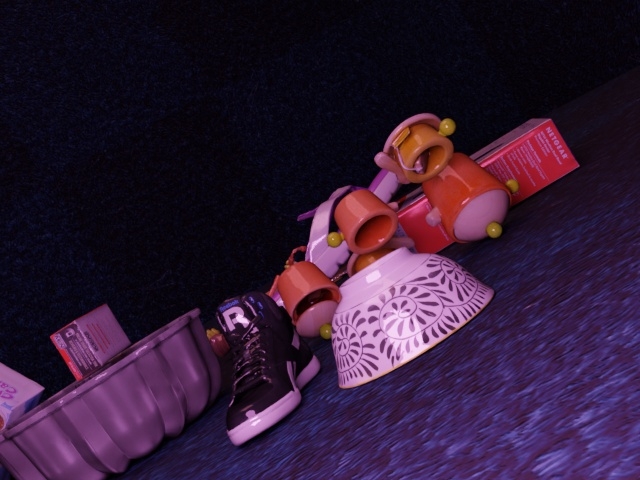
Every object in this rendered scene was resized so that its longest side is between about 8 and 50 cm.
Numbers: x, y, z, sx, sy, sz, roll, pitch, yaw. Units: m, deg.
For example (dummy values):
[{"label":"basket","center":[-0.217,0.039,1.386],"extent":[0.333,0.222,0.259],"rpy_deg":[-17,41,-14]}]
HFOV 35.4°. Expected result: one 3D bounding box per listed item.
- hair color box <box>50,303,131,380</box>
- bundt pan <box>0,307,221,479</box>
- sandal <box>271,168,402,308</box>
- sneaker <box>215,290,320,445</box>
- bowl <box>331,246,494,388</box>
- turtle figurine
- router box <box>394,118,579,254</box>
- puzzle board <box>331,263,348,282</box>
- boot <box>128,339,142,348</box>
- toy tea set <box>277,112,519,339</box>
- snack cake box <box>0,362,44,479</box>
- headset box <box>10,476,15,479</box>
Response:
[{"label":"hair color box","center":[-0.310,0.136,1.366],"extent":[0.043,0.072,0.141],"rpy_deg":[-31,2,6]},{"label":"bundt pan","center":[-0.267,0.225,1.321],"extent":[0.330,0.124,0.331],"rpy_deg":[-33,3,2]},{"label":"sandal","center":[0.004,-0.005,1.567],"extent":[0.416,0.102,0.169],"rpy_deg":[-51,0,-23]},{"label":"sneaker","center":[-0.074,0.118,1.007],"extent":[0.079,0.121,0.217],"rpy_deg":[-32,2,13]},{"label":"bowl","center":[0.069,0.058,0.931],"extent":[0.170,0.080,0.170],"rpy_deg":[-32,1,1]},{"label":"turtle figurine","center":[-0.090,0.117,1.779],"extent":[0.217,0.087,0.269],"rpy_deg":[-39,7,30]},{"label":"router box","center":[0.240,-0.080,1.592],"extent":[0.301,0.082,0.335],"rpy_deg":[-32,2,9]},{"label":"puzzle board","center":[0.032,0.073,2.051],"extent":[0.096,0.011,0.128],"rpy_deg":[-31,3,0]},{"label":"boot","center":[-0.369,0.285,1.995],"extent":[0.283,0.109,0.220],"rpy_deg":[-22,11,33]},{"label":"toy tea set","center":[0.101,0.009,1.261],"extent":[0.200,0.124,0.336],"rpy_deg":[19,-62,-48]},{"label":"snack cake box","center":[-0.524,0.299,1.462],"extent":[0.264,0.152,0.089],"rpy_deg":[-66,-10,20]},{"label":"headset box","center":[-0.673,0.372,1.747],"extent":[0.246,0.283,0.131],"rpy_deg":[-30,27,4]}]
